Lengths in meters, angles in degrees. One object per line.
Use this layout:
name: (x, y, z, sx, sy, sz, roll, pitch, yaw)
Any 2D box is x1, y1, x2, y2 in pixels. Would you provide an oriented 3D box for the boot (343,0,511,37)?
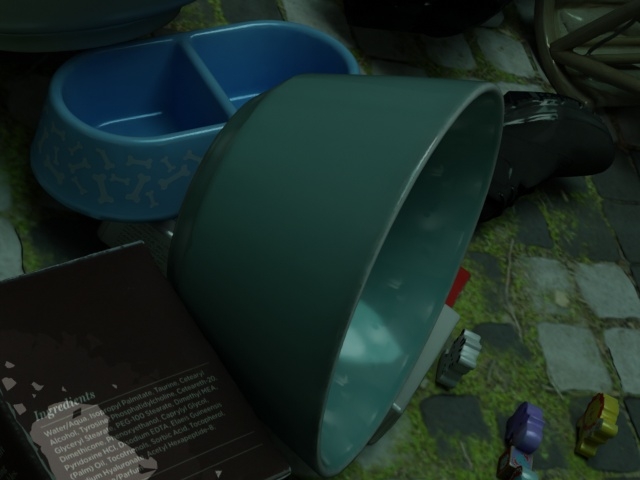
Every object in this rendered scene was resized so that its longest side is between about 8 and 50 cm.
boot: (0.273, -0.351, 1.551, 0.445, 0.367, 0.146, -31, 107, -48)

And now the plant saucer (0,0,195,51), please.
plant saucer: (-0.229, -0.243, 1.250, 0.400, 0.100, 0.400, -1, 26, 0)

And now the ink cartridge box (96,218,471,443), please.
ink cartridge box: (-0.008, -0.001, 1.283, 0.296, 0.066, 0.261, 37, 44, 0)

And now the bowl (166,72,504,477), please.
bowl: (0.000, 0.000, 1.064, 0.163, 0.311, 0.311, 24, 40, 14)

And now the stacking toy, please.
stacking toy: (0.175, 0.193, 1.244, 0.167, 0.052, 0.221, 26, 44, -12)

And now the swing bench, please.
swing bench: (0.422, -0.224, 1.661, 0.253, 0.255, 0.165, -7, 98, -36)

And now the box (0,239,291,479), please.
box: (-0.163, 0.142, 0.979, 0.167, 0.168, 0.203, -18, 66, -41)

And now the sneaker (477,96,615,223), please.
sneaker: (0.177, -0.075, 1.458, 0.286, 0.109, 0.130, 1, 63, -24)

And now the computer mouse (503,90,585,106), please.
computer mouse: (0.186, -0.132, 1.550, 0.242, 0.041, 0.071, 2, 35, -23)

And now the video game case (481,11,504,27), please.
video game case: (0.110, -0.331, 1.679, 0.173, 0.022, 0.190, 1, 53, -33)

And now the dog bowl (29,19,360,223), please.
dog bowl: (-0.096, -0.109, 1.209, 0.297, 0.074, 0.166, -14, 46, -24)
